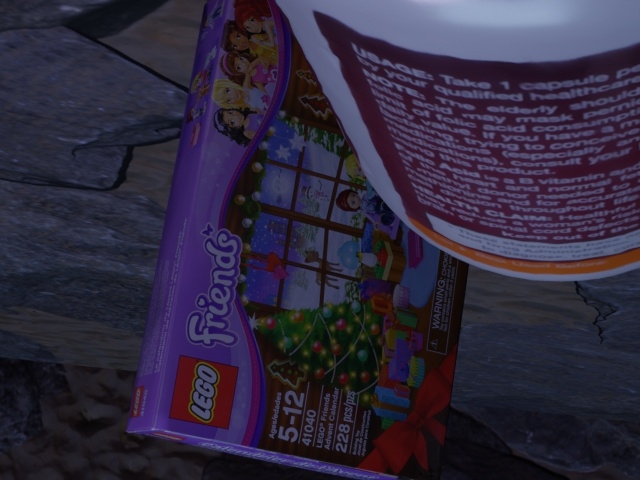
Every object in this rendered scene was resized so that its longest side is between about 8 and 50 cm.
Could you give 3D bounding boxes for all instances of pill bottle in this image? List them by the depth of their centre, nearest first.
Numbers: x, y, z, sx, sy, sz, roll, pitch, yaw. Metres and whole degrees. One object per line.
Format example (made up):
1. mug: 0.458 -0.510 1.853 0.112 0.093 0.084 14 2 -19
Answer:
1. pill bottle: 0.083 -0.138 0.532 0.224 0.224 0.392 5 165 13

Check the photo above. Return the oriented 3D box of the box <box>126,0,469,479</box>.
1. box: 0.000 0.000 0.932 0.201 0.293 0.057 14 165 -23
